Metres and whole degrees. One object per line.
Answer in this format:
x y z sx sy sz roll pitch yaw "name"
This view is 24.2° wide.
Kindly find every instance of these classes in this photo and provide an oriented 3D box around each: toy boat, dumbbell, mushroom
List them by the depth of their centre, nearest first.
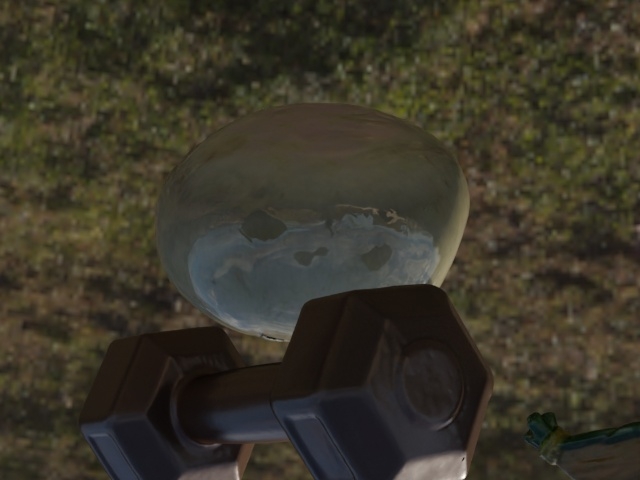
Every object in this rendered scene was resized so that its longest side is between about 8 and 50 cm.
-0.023 0.072 0.666 0.231 0.082 0.092 -14 112 53 "dumbbell"
0.000 0.000 1.160 0.246 0.246 0.202 -5 119 13 "mushroom"
0.276 0.137 1.167 0.229 0.088 0.089 -20 161 -1 "toy boat"
